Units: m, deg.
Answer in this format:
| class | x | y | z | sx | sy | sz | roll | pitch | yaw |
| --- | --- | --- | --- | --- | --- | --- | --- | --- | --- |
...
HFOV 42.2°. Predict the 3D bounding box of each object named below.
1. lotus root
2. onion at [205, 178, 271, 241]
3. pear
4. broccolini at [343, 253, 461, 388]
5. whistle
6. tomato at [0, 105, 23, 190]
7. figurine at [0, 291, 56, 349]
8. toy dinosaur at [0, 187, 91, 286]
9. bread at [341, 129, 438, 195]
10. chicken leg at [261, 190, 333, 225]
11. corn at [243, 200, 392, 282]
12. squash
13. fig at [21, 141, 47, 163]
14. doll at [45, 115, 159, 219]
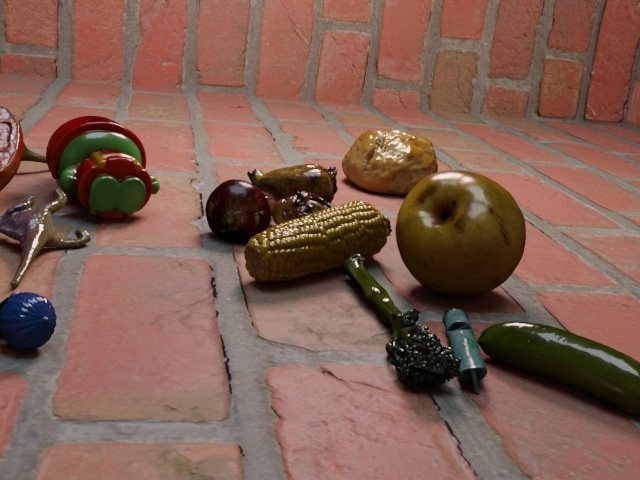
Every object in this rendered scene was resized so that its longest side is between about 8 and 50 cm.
| class | x | y | z | sx | sy | sz | roll | pitch | yaw |
| --- | --- | --- | --- | --- | --- | --- | --- | --- | --- |
| lotus root | -0.058 | -0.113 | 1.728 | 0.190 | 0.095 | 0.108 | -1 | -7 | 5 |
| onion | -0.147 | -0.055 | 1.477 | 0.117 | 0.119 | 0.118 | 1 | 18 | -4 |
| pear | 0.225 | -0.010 | 1.319 | 0.208 | 0.209 | 0.209 | 6 | 17 | -2 |
| broccolini | 0.090 | 0.087 | 1.149 | 0.078 | 0.074 | 0.392 | 8 | 17 | -19 |
| whistle | 0.187 | 0.140 | 1.084 | 0.039 | 0.039 | 0.186 | 7 | 18 | 0 |
| tomato | -0.663 | -0.158 | 1.532 | 0.236 | 0.095 | 0.237 | 5 | 52 | -7 |
| figurine | -0.380 | 0.088 | 0.982 | 0.136 | 0.079 | 0.077 | 10 | 58 | -4 |
| toy dinosaur | -0.454 | -0.001 | 1.288 | 0.251 | 0.072 | 0.199 | 32 | 39 | 31 |
| bread | 0.174 | -0.194 | 1.991 | 0.244 | 0.134 | 0.244 | 4 | 15 | -1 |
| chicken leg | -0.063 | -0.051 | 1.546 | 0.107 | 0.087 | 0.251 | 37 | -10 | -34 |
| corn | 0.000 | 0.000 | 1.352 | 0.106 | 0.106 | 0.305 | 20 | 23 | 38 |
| squash | 0.318 | 0.153 | 1.041 | 0.258 | 0.069 | 0.069 | 18 | 21 | 34 |
| fig | -0.654 | -0.176 | 1.713 | 0.259 | 0.151 | 0.151 | 28 | 2 | -35 |
| doll | -0.434 | -0.159 | 1.604 | 0.182 | 0.160 | 0.363 | -4 | 20 | -28 |
